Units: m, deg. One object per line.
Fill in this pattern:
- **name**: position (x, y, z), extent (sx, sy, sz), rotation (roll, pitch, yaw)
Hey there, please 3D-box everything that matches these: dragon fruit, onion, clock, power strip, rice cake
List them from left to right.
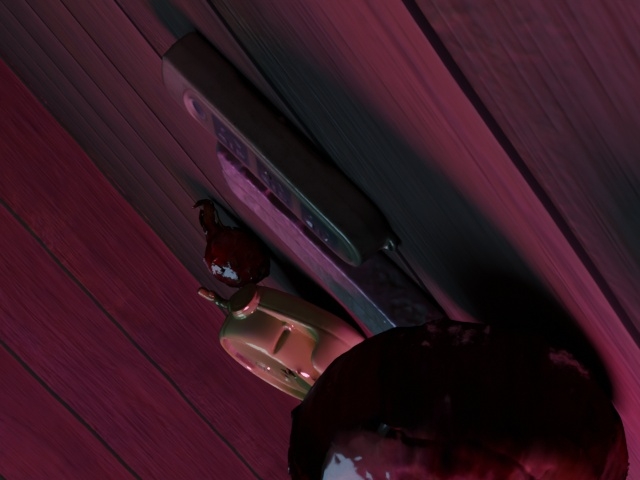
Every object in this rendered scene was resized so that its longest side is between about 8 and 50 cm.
- **dragon fruit**: position (-0.154, 0.008, 1.321), extent (0.190, 0.094, 0.094), rotation (45, 168, 31)
- **power strip**: position (-0.043, -0.080, 0.756), extent (0.286, 0.048, 0.080), rotation (44, 168, 11)
- **clock**: position (-0.056, 0.162, 1.265), extent (0.308, 0.096, 0.235), rotation (21, 158, 29)
- **rice cake**: position (0.001, 0.002, 0.844), extent (0.298, 0.050, 0.106), rotation (44, 168, 13)
- **onion**: position (0.101, 0.152, 0.632), extent (0.252, 0.252, 0.219), rotation (55, -151, -31)
